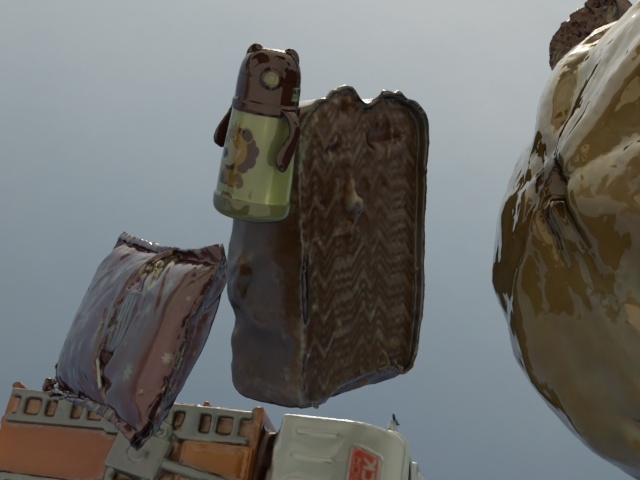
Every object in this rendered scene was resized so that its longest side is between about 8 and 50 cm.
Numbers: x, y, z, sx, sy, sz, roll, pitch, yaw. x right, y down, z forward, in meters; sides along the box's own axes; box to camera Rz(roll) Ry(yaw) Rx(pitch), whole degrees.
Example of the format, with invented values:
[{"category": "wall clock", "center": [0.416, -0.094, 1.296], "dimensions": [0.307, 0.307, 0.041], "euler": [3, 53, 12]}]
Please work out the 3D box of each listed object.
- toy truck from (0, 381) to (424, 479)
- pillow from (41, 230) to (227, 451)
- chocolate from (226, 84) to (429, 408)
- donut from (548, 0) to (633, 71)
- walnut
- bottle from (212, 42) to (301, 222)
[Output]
[{"category": "toy truck", "center": [-0.101, 0.235, 1.100], "dimensions": [0.387, 0.207, 0.173], "euler": [4, -121, 10]}, {"category": "pillow", "center": [-0.105, 0.051, 0.688], "dimensions": [0.043, 0.185, 0.118], "euler": [26, -97, -24]}, {"category": "chocolate", "center": [0.000, 0.000, 0.841], "dimensions": [0.093, 0.214, 0.148], "euler": [6, -170, 36]}, {"category": "donut", "center": [0.279, -0.112, 1.124], "dimensions": [0.141, 0.085, 0.217], "euler": [29, -130, -32]}, {"category": "walnut", "center": [0.281, 0.000, 0.705], "dimensions": [0.381, 0.381, 0.381], "euler": [12, -133, -13]}, {"category": "bottle", "center": [-0.036, -0.064, 0.711], "dimensions": [0.063, 0.101, 0.047], "euler": [14, -166, 21]}]
